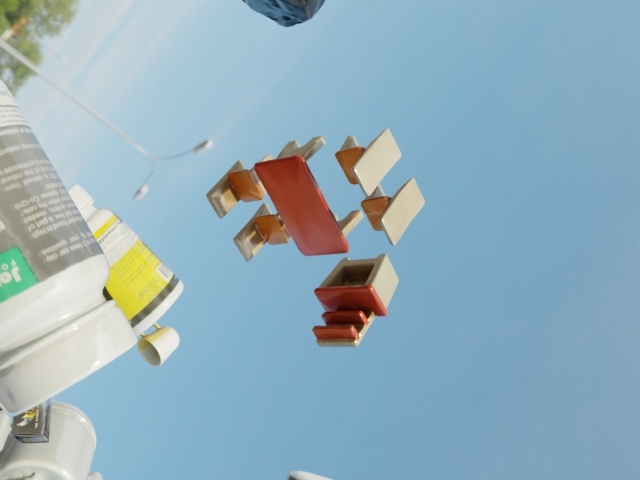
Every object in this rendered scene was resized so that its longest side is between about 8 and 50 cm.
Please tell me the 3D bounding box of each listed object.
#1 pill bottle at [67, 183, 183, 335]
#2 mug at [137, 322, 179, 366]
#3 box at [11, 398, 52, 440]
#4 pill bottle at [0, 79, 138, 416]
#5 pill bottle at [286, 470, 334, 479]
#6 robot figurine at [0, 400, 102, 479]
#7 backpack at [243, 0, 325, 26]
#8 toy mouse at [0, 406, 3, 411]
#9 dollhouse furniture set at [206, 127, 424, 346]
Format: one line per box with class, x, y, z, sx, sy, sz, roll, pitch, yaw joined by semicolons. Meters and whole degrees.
pill bottle;-0.302;0.029;1.130;0.119;0.208;0.119;-39;-167;11
mug;-0.302;0.187;1.521;0.062;0.078;0.064;2;-151;40
box;-0.545;0.265;1.555;0.183;0.056;0.231;130;-39;-67
pill bottle;-0.377;0.007;0.949;0.204;0.361;0.204;-30;-177;2
pill bottle;-0.025;0.489;1.234;0.130;0.130;0.245;4;-107;55
robot figurine;-0.613;0.495;1.801;0.200;0.300;0.353;-40;-159;13
backpack;-0.020;-0.262;0.570;0.115;0.152;0.182;21;-95;49
toy mouse;-0.835;0.447;1.997;0.161;0.031;0.143;-55;180;40
dollhouse furniture set;0.000;0.000;1.066;0.262;0.259;0.135;-6;-147;39
